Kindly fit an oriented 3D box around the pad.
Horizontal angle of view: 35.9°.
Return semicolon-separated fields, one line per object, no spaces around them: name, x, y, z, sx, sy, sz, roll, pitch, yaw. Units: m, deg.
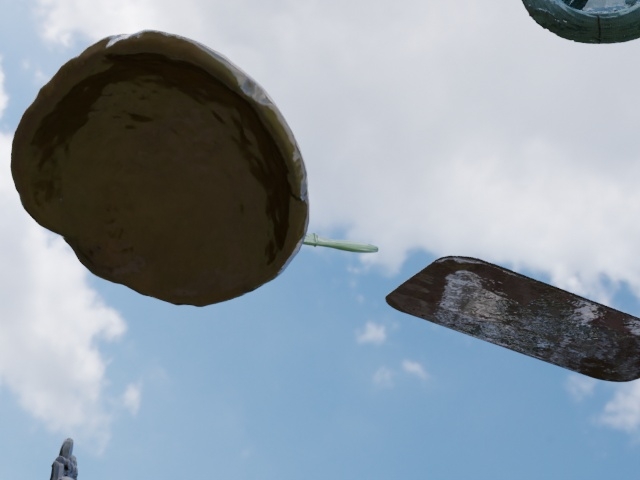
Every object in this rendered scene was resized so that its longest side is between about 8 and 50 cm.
pad;0.202;0.077;0.900;0.267;0.004;0.181;20;-23;-10

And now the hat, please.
hat;0.328;-0.281;1.164;0.191;0.138;0.078;11;-31;17

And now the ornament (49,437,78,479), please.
ornament;-0.247;0.313;0.934;0.106;0.260;0.251;7;-20;-4

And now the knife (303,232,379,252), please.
knife;0.000;0.000;1.363;0.030;0.207;0.014;50;-58;44

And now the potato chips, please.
potato chips;-0.094;-0.048;0.621;0.195;0.062;0.208;18;-49;8
